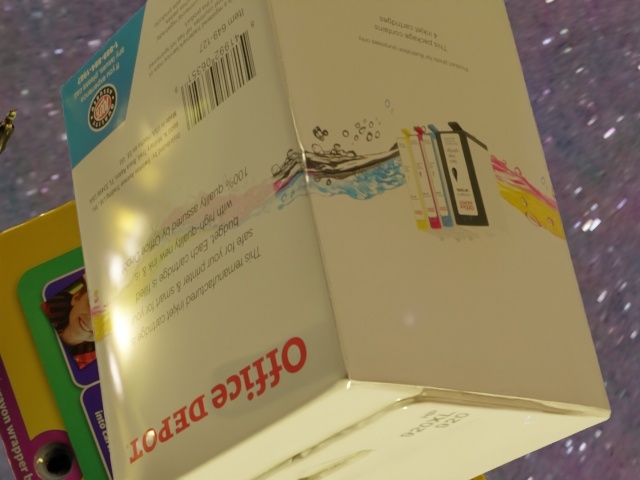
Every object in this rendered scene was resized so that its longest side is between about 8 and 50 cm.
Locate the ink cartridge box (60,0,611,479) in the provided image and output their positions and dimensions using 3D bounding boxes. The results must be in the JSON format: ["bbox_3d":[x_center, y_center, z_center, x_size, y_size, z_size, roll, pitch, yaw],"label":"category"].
[{"bbox_3d":[0.000,0.000,0.739,0.171,0.168,0.232,-34,-122,42],"label":"ink cartridge box"}]

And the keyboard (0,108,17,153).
[{"bbox_3d":[-0.217,0.038,0.610,0.033,0.201,0.317,48,-37,29],"label":"keyboard"}]

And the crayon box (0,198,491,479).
[{"bbox_3d":[-0.069,0.120,1.145,0.313,0.106,0.363,-23,-106,2],"label":"crayon box"}]
